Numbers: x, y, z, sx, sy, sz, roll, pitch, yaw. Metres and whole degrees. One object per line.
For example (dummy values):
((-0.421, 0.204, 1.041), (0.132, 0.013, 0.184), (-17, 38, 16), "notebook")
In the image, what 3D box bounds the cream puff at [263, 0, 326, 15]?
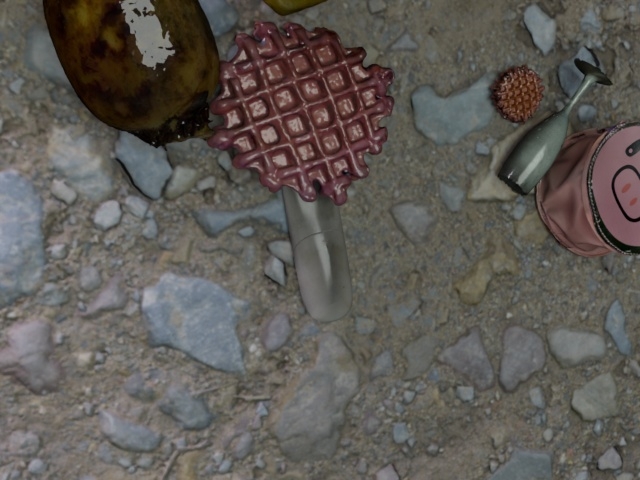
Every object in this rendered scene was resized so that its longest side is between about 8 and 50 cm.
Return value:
((-0.039, -0.428, 0.866), (0.274, 0.270, 0.323), (27, 89, -37), "cream puff")

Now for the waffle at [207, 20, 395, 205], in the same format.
((-0.025, -0.164, 1.040), (0.234, 0.055, 0.221), (25, 84, -11), "waffle")

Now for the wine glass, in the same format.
((0.323, -0.157, 1.170), (0.066, 0.066, 0.198), (36, 92, -21), "wine glass")

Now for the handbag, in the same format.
((0.417, -0.069, 1.192), (0.179, 0.116, 0.205), (-39, 108, -10), "handbag")

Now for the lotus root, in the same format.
((-0.212, -0.234, 0.916), (0.170, 0.141, 0.314), (-16, 111, 15), "lotus root")

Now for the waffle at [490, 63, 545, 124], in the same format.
((0.277, -0.203, 1.165), (0.083, 0.029, 0.075), (32, 92, -26), "waffle")

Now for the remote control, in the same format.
((0.000, 0.000, 1.096), (0.073, 0.044, 0.229), (-12, 103, -14), "remote control")
